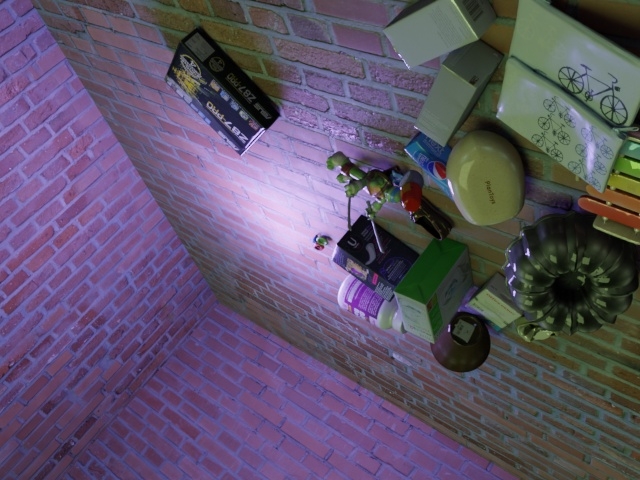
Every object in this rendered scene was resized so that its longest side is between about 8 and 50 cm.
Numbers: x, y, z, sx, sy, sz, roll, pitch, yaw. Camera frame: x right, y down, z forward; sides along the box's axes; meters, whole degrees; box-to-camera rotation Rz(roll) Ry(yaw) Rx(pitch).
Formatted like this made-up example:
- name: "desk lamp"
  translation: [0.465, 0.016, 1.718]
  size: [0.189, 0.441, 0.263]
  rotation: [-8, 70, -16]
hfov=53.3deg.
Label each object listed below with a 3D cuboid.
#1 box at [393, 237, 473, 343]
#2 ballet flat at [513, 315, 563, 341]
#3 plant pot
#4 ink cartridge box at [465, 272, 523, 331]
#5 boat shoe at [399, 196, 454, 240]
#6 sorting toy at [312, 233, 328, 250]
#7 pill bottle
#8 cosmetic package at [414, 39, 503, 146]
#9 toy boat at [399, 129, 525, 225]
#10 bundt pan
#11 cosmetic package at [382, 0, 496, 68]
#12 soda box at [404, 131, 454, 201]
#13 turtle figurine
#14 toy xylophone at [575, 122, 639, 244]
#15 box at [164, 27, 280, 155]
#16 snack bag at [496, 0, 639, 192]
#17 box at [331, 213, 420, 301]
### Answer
- name: "box"
  translation: [0.372, 0.159, 2.079]
  size: [0.126, 0.262, 0.231]
  rotation: [23, 150, 35]
- name: "ballet flat"
  translation: [0.691, 0.286, 2.047]
  size: [0.086, 0.086, 0.248]
  rotation: [43, 156, -6]
- name: "plant pot"
  translation: [0.489, 0.332, 2.198]
  size: [0.215, 0.215, 0.230]
  rotation: [33, 168, 17]
- name: "ink cartridge box"
  translation: [0.575, 0.203, 2.074]
  size: [0.139, 0.082, 0.191]
  rotation: [38, 155, 8]
- name: "boat shoe"
  translation: [0.316, -0.082, 1.985]
  size: [0.207, 0.073, 0.073]
  rotation: [37, 157, 11]
- name: "sorting toy"
  translation: [0.000, 0.000, 2.643]
  size: [0.061, 0.042, 0.102]
  rotation: [27, 145, -6]
- name: "pill bottle"
  translation: [0.232, 0.256, 2.567]
  size: [0.301, 0.169, 0.169]
  rotation: [25, 152, 32]
- name: "cosmetic package"
  translation: [0.314, -0.341, 1.475]
  size: [0.107, 0.127, 0.238]
  rotation: [36, 154, 12]
- name: "toy boat"
  translation: [0.356, -0.156, 1.636]
  size: [0.318, 0.148, 0.268]
  rotation: [-10, 122, 15]
- name: "bundt pan"
  translation: [0.618, 0.100, 1.576]
  size: [0.330, 0.124, 0.331]
  rotation: [7, 121, 12]
- name: "cosmetic package"
  translation: [0.255, -0.472, 1.393]
  size: [0.117, 0.085, 0.231]
  rotation: [51, 156, -20]
- name: "soda box"
  translation: [0.332, -0.207, 1.743]
  size: [0.210, 0.071, 0.067]
  rotation: [45, 156, -8]
- name: "turtle figurine"
  translation: [0.112, -0.141, 1.988]
  size: [0.266, 0.197, 0.275]
  rotation: [43, 121, 40]
- name: "toy xylophone"
  translation: [0.651, -0.137, 1.379]
  size: [0.236, 0.081, 0.323]
  rotation: [22, 150, 37]
- name: "box"
  translation: [-0.348, -0.502, 2.218]
  size: [0.395, 0.097, 0.318]
  rotation: [45, 159, -10]
- name: "snack bag"
  translation: [0.494, -0.295, 1.289]
  size: [0.323, 0.037, 0.343]
  rotation: [48, 162, 29]
- name: "box"
  translation: [0.198, 0.065, 2.293]
  size: [0.270, 0.165, 0.143]
  rotation: [37, 156, 10]
